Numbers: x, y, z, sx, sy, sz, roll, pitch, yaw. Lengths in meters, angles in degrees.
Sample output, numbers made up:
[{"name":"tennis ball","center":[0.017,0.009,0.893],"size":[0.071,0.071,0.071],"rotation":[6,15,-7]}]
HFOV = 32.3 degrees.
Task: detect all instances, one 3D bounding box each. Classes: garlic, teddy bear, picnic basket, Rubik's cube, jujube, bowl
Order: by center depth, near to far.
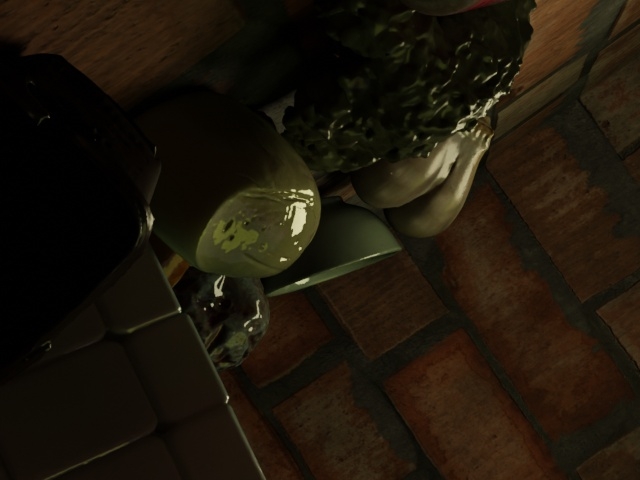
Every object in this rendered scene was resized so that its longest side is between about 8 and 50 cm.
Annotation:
[{"name":"picnic basket","center":[-0.270,-0.026,0.920],"size":[0.297,0.222,0.129],"rotation":[-39,-167,28]},{"name":"Rubik's cube","center":[-0.293,0.220,1.160],"size":[0.318,0.316,0.322],"rotation":[-22,169,-29]},{"name":"teddy bear","center":[0.067,-0.198,1.351],"size":[0.367,0.224,0.357],"rotation":[-22,-175,45]},{"name":"jujube","center":[-0.210,0.144,2.054],"size":[0.226,0.226,0.317],"rotation":[-32,177,-17]},{"name":"garlic","center":[0.159,-0.139,2.133],"size":[0.340,0.231,0.246],"rotation":[169,-65,-71]},{"name":"bowl","center":[0.000,0.000,2.150],"size":[0.289,0.146,0.289],"rotation":[-19,174,-2]}]

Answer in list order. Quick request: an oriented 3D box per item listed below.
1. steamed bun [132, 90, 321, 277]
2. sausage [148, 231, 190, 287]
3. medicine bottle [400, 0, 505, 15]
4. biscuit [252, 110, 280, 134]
[{"name":"steamed bun","center":[-0.102,-0.063,1.246],"size":[0.155,0.200,0.250],"rotation":[-56,155,18]},{"name":"sausage","center":[-0.277,0.052,1.606],"size":[0.270,0.109,0.109],"rotation":[-40,171,15]},{"name":"medicine bottle","center":[0.172,-0.314,1.134],"size":[0.247,0.147,0.147],"rotation":[-26,168,-48]},{"name":"biscuit","center":[-0.135,-0.100,1.488],"size":[0.202,0.044,0.288],"rotation":[-39,172,12]}]
